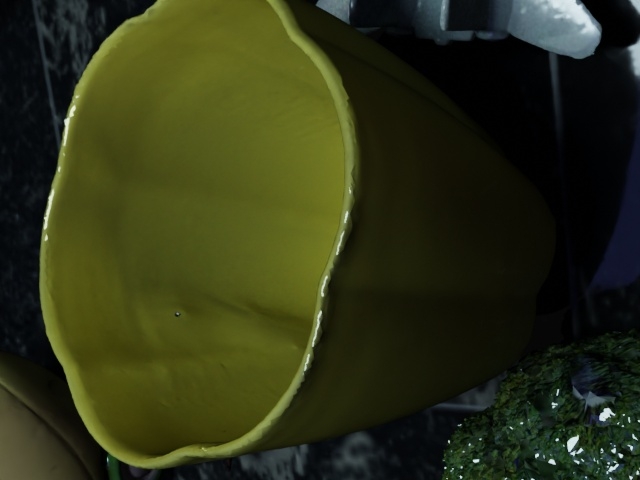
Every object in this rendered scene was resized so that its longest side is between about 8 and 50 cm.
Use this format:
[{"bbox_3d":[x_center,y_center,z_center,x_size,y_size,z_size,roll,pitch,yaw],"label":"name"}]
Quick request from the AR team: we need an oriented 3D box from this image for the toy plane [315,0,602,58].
[{"bbox_3d":[0.061,-0.218,0.423,0.212,0.088,0.267,8,99,27],"label":"toy plane"}]

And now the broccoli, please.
[{"bbox_3d":[0.129,0.109,0.442,0.162,0.145,0.137,-11,128,19],"label":"broccoli"}]

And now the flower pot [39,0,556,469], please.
[{"bbox_3d":[0.000,0.000,0.434,0.195,0.179,0.195,-8,79,43],"label":"flower pot"}]

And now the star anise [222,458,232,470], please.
[{"bbox_3d":[-0.089,0.018,0.585,0.157,0.053,0.212,25,116,22],"label":"star anise"}]

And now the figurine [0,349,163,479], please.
[{"bbox_3d":[-0.197,0.222,0.602,0.124,0.222,0.324,0,102,28],"label":"figurine"}]
